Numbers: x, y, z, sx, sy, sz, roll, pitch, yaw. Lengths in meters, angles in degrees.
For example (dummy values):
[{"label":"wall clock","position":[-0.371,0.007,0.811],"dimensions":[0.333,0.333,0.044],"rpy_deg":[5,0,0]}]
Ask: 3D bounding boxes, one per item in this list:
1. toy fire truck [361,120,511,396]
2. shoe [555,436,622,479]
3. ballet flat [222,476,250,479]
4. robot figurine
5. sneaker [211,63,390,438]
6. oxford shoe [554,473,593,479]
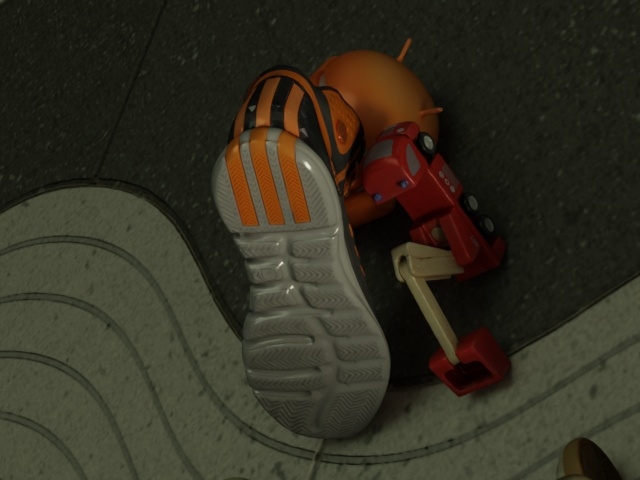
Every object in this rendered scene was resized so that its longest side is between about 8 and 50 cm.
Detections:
[{"label":"toy fire truck","position":[0.091,0.013,1.566],"dimensions":[0.047,0.192,0.135],"rpy_deg":[-26,20,35]},{"label":"shoe","position":[0.186,0.236,1.355],"dimensions":[0.058,0.076,0.219],"rpy_deg":[-29,48,27]},{"label":"ballet flat","position":[-0.014,0.277,1.555],"dimensions":[0.086,0.086,0.248],"rpy_deg":[-50,43,11]},{"label":"robot figurine","position":[0.014,-0.078,1.726],"dimensions":[0.219,0.128,0.158],"rpy_deg":[-40,6,24]},{"label":"sneaker","position":[0.000,0.000,1.605],"dimensions":[0.124,0.321,0.180],"rpy_deg":[0,37,11]},{"label":"oxford shoe","position":[0.086,0.250,1.304],"dimensions":[0.130,0.123,0.348],"rpy_deg":[50,134,23]}]
